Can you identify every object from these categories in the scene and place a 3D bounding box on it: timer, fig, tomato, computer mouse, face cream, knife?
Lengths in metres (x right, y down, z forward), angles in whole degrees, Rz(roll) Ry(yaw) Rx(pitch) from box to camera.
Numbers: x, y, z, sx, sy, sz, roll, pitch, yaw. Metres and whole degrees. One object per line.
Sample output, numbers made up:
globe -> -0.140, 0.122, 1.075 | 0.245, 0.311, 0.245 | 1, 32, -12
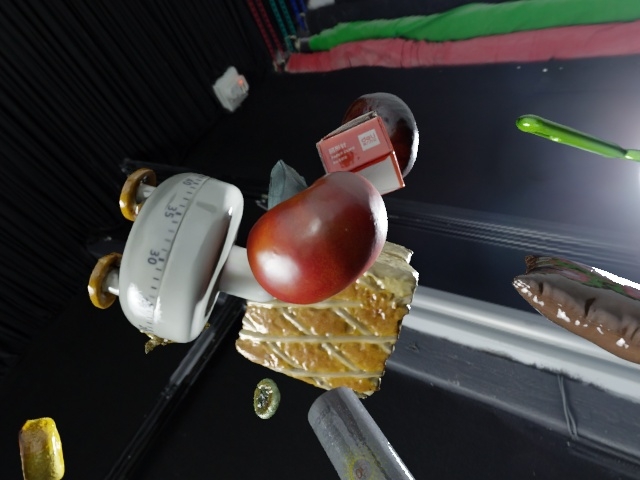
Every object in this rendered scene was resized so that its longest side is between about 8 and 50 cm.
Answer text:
timer -> -0.162, 0.029, 0.628 | 0.240, 0.233, 0.234 | 18, -128, -5
fig -> 0.141, -0.254, 1.131 | 0.214, 0.235, 0.235 | 16, -128, -4
tomato -> 0.000, 0.000, 0.586 | 0.195, 0.136, 0.195 | -35, -179, 1
computer mouse -> -0.044, -0.078, 0.850 | 0.068, 0.113, 0.229 | -23, -142, 18
face cream -> 0.077, 0.291, 0.506 | 0.073, 0.073, 0.283 | -35, -139, -8
knife -> 0.263, -0.086, 0.412 | 0.212, 0.015, 0.054 | 7, -164, -26

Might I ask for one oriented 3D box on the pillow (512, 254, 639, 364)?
pillow -> 0.518, 0.120, 0.831 | 0.305, 0.308, 0.108 | 27, -71, 24

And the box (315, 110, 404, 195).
box -> 0.084, -0.154, 0.896 | 0.133, 0.182, 0.099 | -24, -110, 12

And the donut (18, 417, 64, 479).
donut -> -0.558, 0.426, 0.901 | 0.058, 0.152, 0.152 | -11, -143, -28

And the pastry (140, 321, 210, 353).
pastry -> -0.341, 0.171, 1.077 | 0.102, 0.154, 0.250 | -54, -170, 18

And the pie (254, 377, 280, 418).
pie -> -0.120, 0.344, 0.975 | 0.084, 0.021, 0.084 | -16, -114, 39

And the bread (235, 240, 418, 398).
bread -> 0.017, 0.157, 1.156 | 0.390, 0.371, 0.279 | 19, -160, 9
